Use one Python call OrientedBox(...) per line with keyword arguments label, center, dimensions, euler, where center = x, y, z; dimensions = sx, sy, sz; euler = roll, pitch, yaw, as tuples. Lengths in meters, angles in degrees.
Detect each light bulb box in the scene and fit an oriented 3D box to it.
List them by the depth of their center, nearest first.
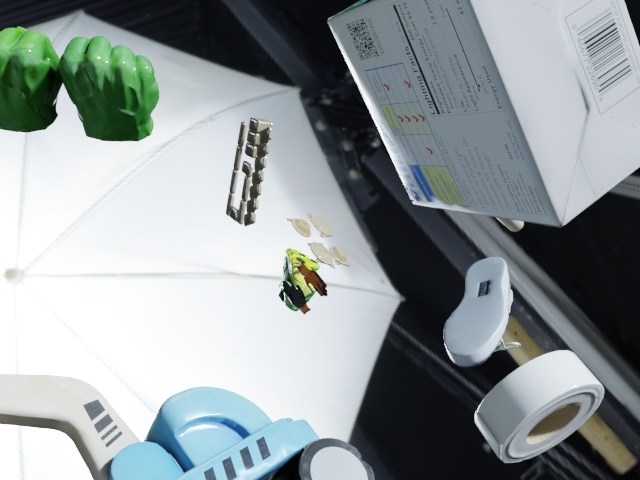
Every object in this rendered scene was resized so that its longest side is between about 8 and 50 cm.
OrientedBox(label="light bulb box", center=(0.241, -0.239, 1.016), dimensions=(0.358, 0.225, 0.361), euler=(62, -17, -18))

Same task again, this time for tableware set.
OrientedBox(label="tableware set", center=(0.000, 0.000, 1.563), dimensions=(0.020, 0.141, 0.169), euler=(-46, -118, 24))

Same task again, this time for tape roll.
OrientedBox(label="tape roll", center=(0.494, 0.380, 1.575), dimensions=(0.286, 0.286, 0.100), euler=(91, -26, -46))

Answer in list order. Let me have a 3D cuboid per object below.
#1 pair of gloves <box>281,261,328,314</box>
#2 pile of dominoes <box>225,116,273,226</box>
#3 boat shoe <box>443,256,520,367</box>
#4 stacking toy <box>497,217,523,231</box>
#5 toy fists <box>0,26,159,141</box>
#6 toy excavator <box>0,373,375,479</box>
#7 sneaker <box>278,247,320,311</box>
OrientedBox(label="pair of gloves", center=(-0.028, 0.086, 1.242), dimensions=(0.074, 0.010, 0.083), euler=(49, -59, 6))
OrientedBox(label="pile of dominoes", center=(-0.156, -0.157, 1.627), dimensions=(0.196, 0.040, 0.251), euler=(35, -64, 59))
OrientedBox(label="boat shoe", center=(0.371, 0.194, 1.558), dimensions=(0.135, 0.367, 0.157), euler=(-14, -67, 25))
OrientedBox(label="stacking toy", center=(0.469, -0.180, 1.446), dimensions=(0.141, 0.330, 0.141), euler=(40, 10, -9))
OrientedBox(label="toy fists", center=(-0.370, -0.230, 0.993), dimensions=(0.142, 0.278, 0.096), euler=(96, 1, -53))
OrientedBox(label="toy excavator", center=(-0.225, 0.286, 0.885), dimensions=(0.445, 0.432, 0.222), euler=(47, -49, 24))
OrientedBox(label="sneaker", center=(-0.068, 0.101, 1.814), dimensions=(0.109, 0.124, 0.295), euler=(30, 10, -6))
